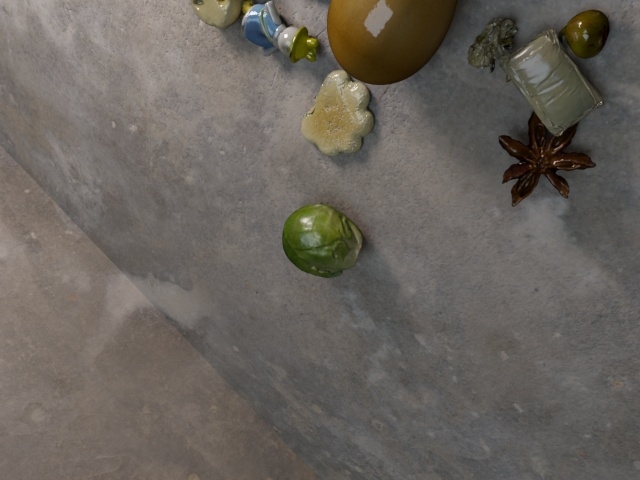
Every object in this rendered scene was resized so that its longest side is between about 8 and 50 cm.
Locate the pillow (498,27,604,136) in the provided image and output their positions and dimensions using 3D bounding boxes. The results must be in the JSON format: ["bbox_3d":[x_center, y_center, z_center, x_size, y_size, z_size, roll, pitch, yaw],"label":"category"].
[{"bbox_3d":[0.466,-0.320,1.106,0.119,0.053,0.208,-34,101,34],"label":"pillow"}]

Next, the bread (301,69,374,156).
[{"bbox_3d":[0.050,-0.326,1.477,0.181,0.039,0.251,42,136,5],"label":"bread"}]

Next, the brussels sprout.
[{"bbox_3d":[0.000,0.000,1.639,0.244,0.244,0.244,19,130,25],"label":"brussels sprout"}]

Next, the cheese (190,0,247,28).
[{"bbox_3d":[-0.255,-0.680,1.411,0.159,0.093,0.263,40,136,8],"label":"cheese"}]

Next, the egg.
[{"bbox_3d":[0.151,-0.481,1.137,0.250,0.250,0.322,41,131,5],"label":"egg"}]

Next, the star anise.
[{"bbox_3d":[0.486,-0.185,1.205,0.212,0.111,0.196,-33,104,38],"label":"star anise"}]

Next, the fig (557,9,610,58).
[{"bbox_3d":[0.506,-0.404,1.060,0.098,0.082,0.084,30,172,37],"label":"fig"}]

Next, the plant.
[{"bbox_3d":[0.375,-0.394,1.143,0.122,0.104,0.116,44,126,-7],"label":"plant"}]

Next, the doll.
[{"bbox_3d":[-0.111,-0.532,1.407,0.241,0.098,0.135,31,111,13],"label":"doll"}]
